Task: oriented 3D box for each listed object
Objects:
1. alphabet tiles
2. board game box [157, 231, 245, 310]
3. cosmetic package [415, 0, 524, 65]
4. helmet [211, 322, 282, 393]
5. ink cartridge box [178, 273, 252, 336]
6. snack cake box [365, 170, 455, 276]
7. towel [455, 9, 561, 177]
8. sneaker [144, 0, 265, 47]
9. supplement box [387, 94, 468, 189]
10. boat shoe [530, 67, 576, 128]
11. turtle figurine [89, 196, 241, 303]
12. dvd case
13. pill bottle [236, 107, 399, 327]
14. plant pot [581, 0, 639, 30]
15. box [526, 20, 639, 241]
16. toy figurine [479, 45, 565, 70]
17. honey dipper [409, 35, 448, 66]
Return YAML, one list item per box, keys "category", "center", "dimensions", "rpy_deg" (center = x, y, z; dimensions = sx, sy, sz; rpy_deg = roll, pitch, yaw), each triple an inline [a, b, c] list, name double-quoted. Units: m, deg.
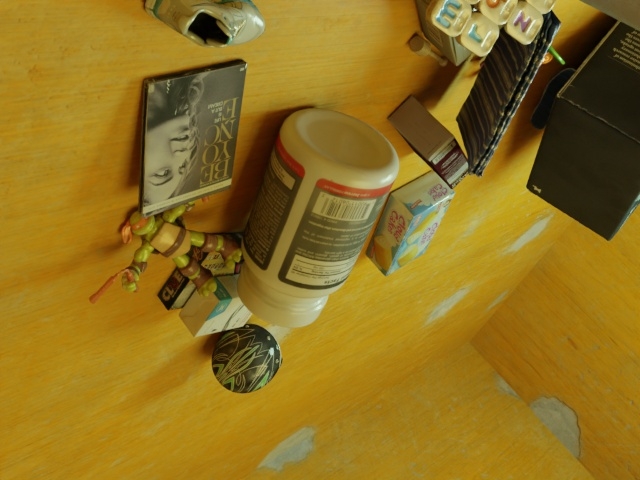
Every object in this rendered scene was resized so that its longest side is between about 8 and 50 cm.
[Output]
- category: "alphabet tiles"
  center: [0.281, -0.440, 1.179]
  dimensions: [0.278, 0.021, 0.284]
  rpy_deg: [21, 105, -35]
- category: "board game box"
  center: [-0.185, 0.055, 1.494]
  dimensions: [0.165, 0.042, 0.243]
  rpy_deg: [-52, 156, 24]
- category: "cosmetic package"
  center: [0.283, -0.429, 1.285]
  dimensions: [0.238, 0.107, 0.127]
  rpy_deg: [-39, 155, 2]
- category: "helmet"
  center: [-0.172, 0.275, 1.767]
  dimensions: [0.169, 0.169, 0.161]
  rpy_deg: [-41, 174, -2]
- category: "ink cartridge box"
  center: [-0.178, 0.122, 1.490]
  dimensions: [0.180, 0.060, 0.104]
  rpy_deg: [-6, 139, -55]
- category: "snack cake box"
  center: [0.226, -0.040, 1.930]
  dimensions: [0.152, 0.089, 0.264]
  rpy_deg: [-28, 155, -28]
- category: "towel"
  center: [0.341, -0.316, 1.445]
  dimensions: [0.040, 0.243, 0.336]
  rpy_deg: [14, 126, -10]
- category: "sneaker"
  center: [-0.127, -0.265, 0.944]
  dimensions: [0.190, 0.083, 0.071]
  rpy_deg: [-10, 141, -54]
- category: "supplement box"
  center: [0.237, -0.201, 1.594]
  dimensions: [0.073, 0.130, 0.239]
  rpy_deg: [-44, 159, 7]
- category: "boat shoe"
  center: [0.617, -0.380, 1.989]
  dimensions: [0.066, 0.066, 0.183]
  rpy_deg: [-37, 163, -49]
- category: "turtle figurine"
  center: [-0.246, 0.012, 1.236]
  dimensions: [0.217, 0.087, 0.270]
  rpy_deg: [38, 83, -45]
- category: "dvd case"
  center: [-0.186, -0.145, 1.096]
  dimensions: [0.164, 0.018, 0.221]
  rpy_deg: [-23, 141, -38]
- category: "pill bottle"
  center: [-0.021, -0.031, 1.340]
  dimensions: [0.210, 0.210, 0.363]
  rpy_deg: [-18, 143, -44]
- category: "plant pot"
  center: [0.613, -0.518, 1.377]
  dimensions: [0.333, 0.305, 0.334]
  rpy_deg: [-35, 156, -18]
- category: "box"
  center: [0.817, -0.333, 1.977]
  dimensions: [0.472, 0.297, 0.480]
  rpy_deg: [-47, 160, -14]
- category: "toy figurine"
  center: [0.395, -0.378, 1.581]
  dimensions: [0.159, 0.130, 0.173]
  rpy_deg: [-40, 138, 21]
- category: "honey dipper"
  center: [0.205, -0.348, 1.411]
  dimensions: [0.030, 0.030, 0.160]
  rpy_deg: [-49, 161, 18]
